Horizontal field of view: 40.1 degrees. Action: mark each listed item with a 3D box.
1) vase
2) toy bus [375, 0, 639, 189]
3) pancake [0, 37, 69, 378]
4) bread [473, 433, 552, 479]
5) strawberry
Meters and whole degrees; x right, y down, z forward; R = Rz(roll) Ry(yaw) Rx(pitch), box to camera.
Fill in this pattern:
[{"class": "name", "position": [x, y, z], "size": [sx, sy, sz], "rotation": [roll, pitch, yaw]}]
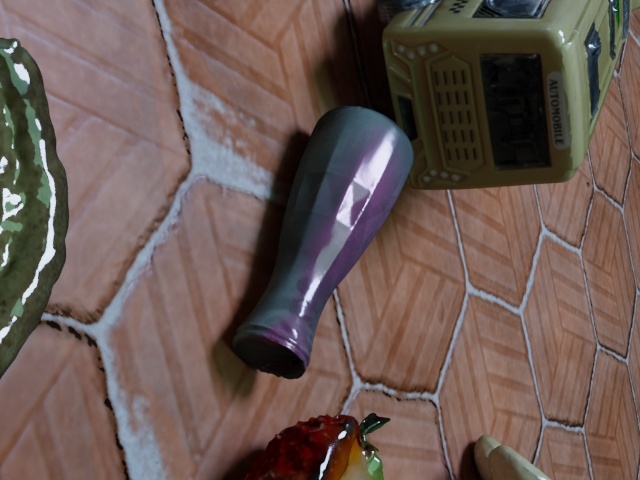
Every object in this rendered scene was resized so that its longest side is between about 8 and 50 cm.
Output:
[{"class": "vase", "position": [0.000, 0.000, 0.669], "size": [0.086, 0.086, 0.214], "rotation": [52, 49, -37]}, {"class": "toy bus", "position": [0.194, -0.204, 0.854], "size": [0.365, 0.202, 0.177], "rotation": [-57, 141, -45]}, {"class": "pancake", "position": [-0.228, -0.040, 0.383], "size": [0.286, 0.033, 0.288], "rotation": [-45, 120, -48]}, {"class": "bread", "position": [0.275, 0.300, 0.855], "size": [0.054, 0.316, 0.316], "rotation": [-53, 135, -3]}, {"class": "strawberry", "position": [-0.014, 0.197, 0.601], "size": [0.140, 0.085, 0.192], "rotation": [50, 51, -49]}]
